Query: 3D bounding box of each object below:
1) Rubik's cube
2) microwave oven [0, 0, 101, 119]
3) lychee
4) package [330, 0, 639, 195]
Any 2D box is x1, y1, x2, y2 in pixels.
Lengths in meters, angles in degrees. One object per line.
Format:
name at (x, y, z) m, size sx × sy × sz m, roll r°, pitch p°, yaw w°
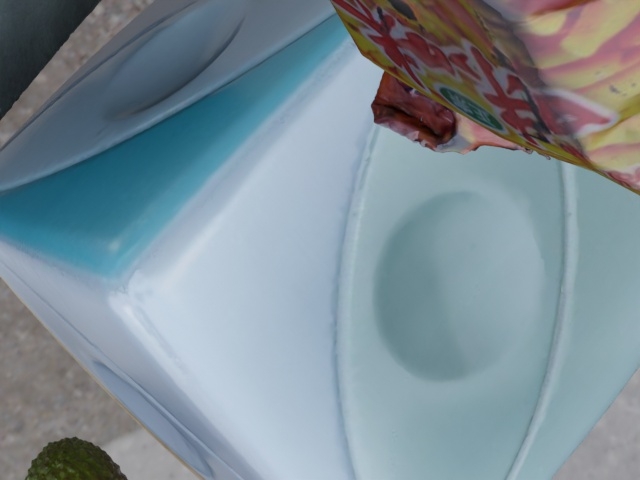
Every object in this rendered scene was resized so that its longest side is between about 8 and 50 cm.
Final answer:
Rubik's cube at (0.000, 0.000, 1.059) m, size 0.347 × 0.351 × 0.352 m, roll 51°, pitch 166°, yaw -27°
microwave oven at (-0.389, -0.158, 0.998) m, size 0.236 × 0.432 × 0.374 m, roll 16°, pitch 149°, yaw 33°
lychee at (-0.218, 0.252, 1.362) m, size 0.114 × 0.114 × 0.146 m, roll -14°, pitch 90°, yaw 30°
package at (0.060, -0.111, 0.474) m, size 0.223 × 0.108 × 0.288 m, roll 37°, pitch 169°, yaw 42°
